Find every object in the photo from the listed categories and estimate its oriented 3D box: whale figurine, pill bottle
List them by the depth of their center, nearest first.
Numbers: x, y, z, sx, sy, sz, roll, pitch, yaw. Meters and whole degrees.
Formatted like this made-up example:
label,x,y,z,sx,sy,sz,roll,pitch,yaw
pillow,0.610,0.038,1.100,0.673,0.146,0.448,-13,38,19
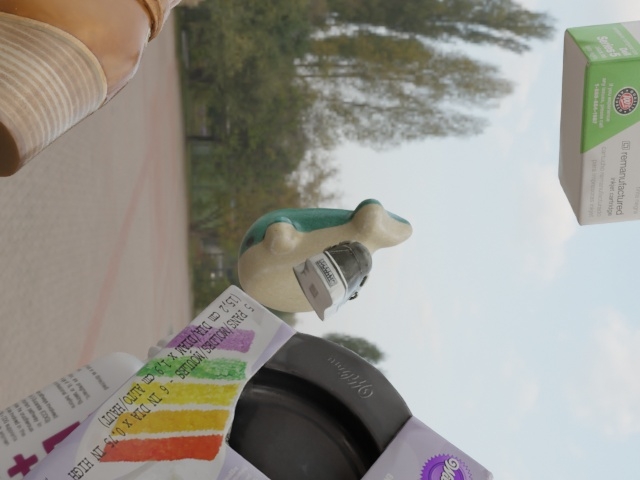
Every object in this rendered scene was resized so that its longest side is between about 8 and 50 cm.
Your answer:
label,x,y,z,sx,sy,sz,roll,pitch,yaw
pill bottle,-0.192,0.192,0.690,0.160,0.283,0.160,44,-29,33
whale figurine,0.000,0.000,1.249,0.272,0.216,0.141,-30,-131,30

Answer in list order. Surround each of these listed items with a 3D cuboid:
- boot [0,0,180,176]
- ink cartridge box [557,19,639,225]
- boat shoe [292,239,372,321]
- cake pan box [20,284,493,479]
label,x,y,z,sx,sy,sz,roll,pitch,yaw
boot,-0.167,-0.120,0.370,0.073,0.197,0.152,-56,-175,48
ink cartridge box,0.413,-0.137,0.923,0.115,0.272,0.198,-88,171,-57
boat shoe,0.018,0.046,0.999,0.078,0.070,0.219,61,-11,2
cake pan box,-0.052,0.184,0.563,0.245,0.267,0.070,36,-30,22
